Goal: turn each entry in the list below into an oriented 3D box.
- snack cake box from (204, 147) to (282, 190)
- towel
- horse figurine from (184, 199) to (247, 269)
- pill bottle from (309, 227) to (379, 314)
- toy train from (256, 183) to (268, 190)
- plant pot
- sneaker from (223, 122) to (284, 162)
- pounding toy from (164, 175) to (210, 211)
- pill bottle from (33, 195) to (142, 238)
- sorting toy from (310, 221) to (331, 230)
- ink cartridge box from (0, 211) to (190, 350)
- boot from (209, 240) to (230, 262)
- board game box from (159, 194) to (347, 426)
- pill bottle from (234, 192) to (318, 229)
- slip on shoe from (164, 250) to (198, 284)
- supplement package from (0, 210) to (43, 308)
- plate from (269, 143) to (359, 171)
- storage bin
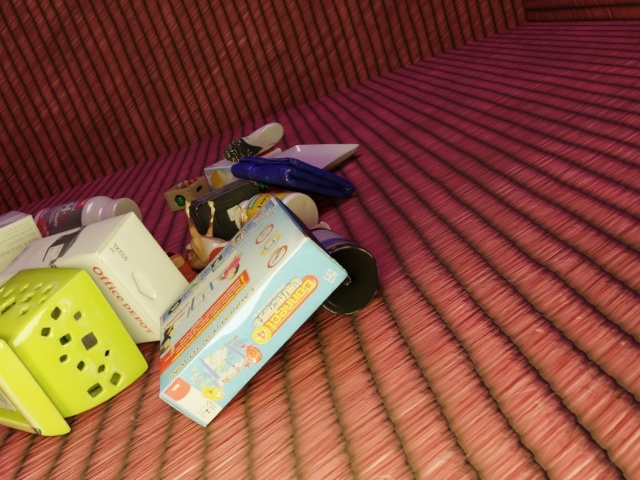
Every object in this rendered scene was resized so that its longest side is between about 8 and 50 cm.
[{"bbox_3d":[-0.262,-0.245,2.287,0.264,0.089,0.152,2,27,46],"label":"snack cake box"},{"bbox_3d":[-0.077,-0.176,1.779,0.227,0.076,0.308,10,3,-35],"label":"towel"},{"bbox_3d":[-0.227,0.000,1.528,0.263,0.175,0.066,8,13,29],"label":"horse figurine"},{"bbox_3d":[0.011,0.045,1.179,0.122,0.123,0.219,-25,18,-13],"label":"pill bottle"},{"bbox_3d":[-0.181,-0.181,2.133,0.083,0.024,0.017,-21,19,-6],"label":"toy train"},{"bbox_3d":[-0.475,0.195,1.120,0.228,0.227,0.207,-4,31,39],"label":"plant pot"},{"bbox_3d":[-0.226,-0.323,2.230,0.237,0.085,0.086,-32,-4,-25],"label":"sneaker"},{"bbox_3d":[-0.460,-0.169,2.258,0.130,0.100,0.141,-11,21,25],"label":"pounding toy"},{"bbox_3d":[-0.720,-0.042,2.050,0.318,0.176,0.176,-9,22,23],"label":"pill bottle"},{"bbox_3d":[0.000,0.000,1.444,0.083,0.045,0.075,-32,30,-31],"label":"sorting toy"},{"bbox_3d":[-0.434,0.091,1.283,0.307,0.223,0.129,-12,35,31],"label":"ink cartridge box"},{"bbox_3d":[-0.210,0.083,1.360,0.176,0.088,0.244,-32,26,-27],"label":"boot"},{"bbox_3d":[-0.125,0.092,1.058,0.308,0.086,0.302,-47,20,3],"label":"board game box"},{"bbox_3d":[-0.113,-0.056,1.584,0.117,0.118,0.208,-34,23,-35],"label":"pill bottle"},{"bbox_3d":[-0.394,0.065,1.563,0.123,0.101,0.331,-33,22,-29],"label":"slip on shoe"},{"bbox_3d":[-0.756,0.091,1.597,0.199,0.263,0.198,-32,23,-29],"label":"supplement package"},{"bbox_3d":[-0.055,-0.242,2.107,0.277,0.045,0.278,7,31,38],"label":"plate"},{"bbox_3d":[-0.248,-0.077,1.767,0.180,0.122,0.084,-27,20,-19],"label":"storage bin"}]
